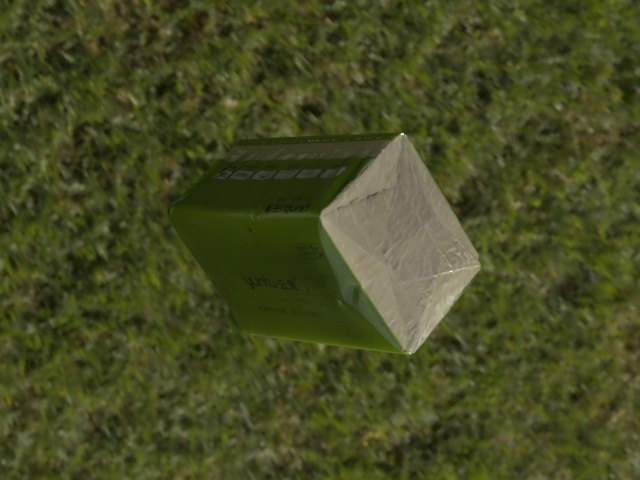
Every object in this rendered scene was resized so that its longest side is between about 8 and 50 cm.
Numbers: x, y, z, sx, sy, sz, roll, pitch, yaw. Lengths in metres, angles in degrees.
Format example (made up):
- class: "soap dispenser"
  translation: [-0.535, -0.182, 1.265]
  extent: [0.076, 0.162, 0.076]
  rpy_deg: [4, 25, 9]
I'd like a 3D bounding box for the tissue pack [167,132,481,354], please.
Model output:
- class: "tissue pack"
  translation: [0.000, 0.000, 1.545]
  extent: [0.167, 0.275, 0.200]
  rpy_deg: [-48, 120, -30]
